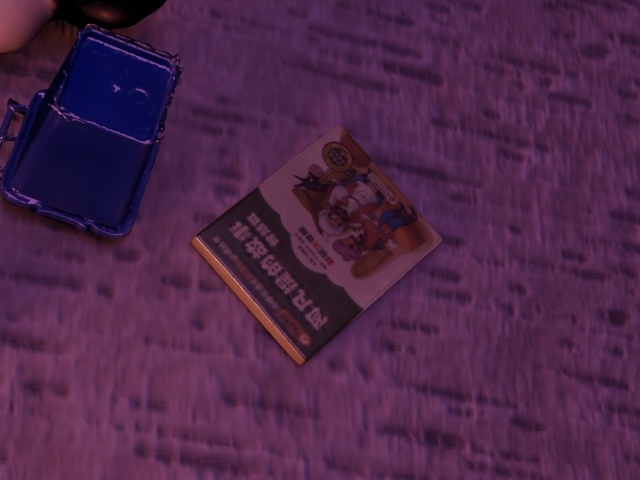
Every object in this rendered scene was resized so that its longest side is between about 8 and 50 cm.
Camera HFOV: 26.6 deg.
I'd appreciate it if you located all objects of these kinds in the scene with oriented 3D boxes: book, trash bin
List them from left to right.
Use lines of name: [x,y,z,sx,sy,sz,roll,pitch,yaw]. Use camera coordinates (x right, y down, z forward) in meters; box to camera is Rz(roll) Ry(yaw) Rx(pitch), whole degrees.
trash bin: [-0.258,-0.123,1.495,0.184,0.234,0.162,20,63,-13]
book: [0.000,0.000,1.664,0.264,0.027,0.202,-39,86,-30]

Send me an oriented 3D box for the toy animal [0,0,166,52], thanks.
toy animal: [-0.336,-0.340,1.543,0.310,0.251,0.251,-21,77,-33]
